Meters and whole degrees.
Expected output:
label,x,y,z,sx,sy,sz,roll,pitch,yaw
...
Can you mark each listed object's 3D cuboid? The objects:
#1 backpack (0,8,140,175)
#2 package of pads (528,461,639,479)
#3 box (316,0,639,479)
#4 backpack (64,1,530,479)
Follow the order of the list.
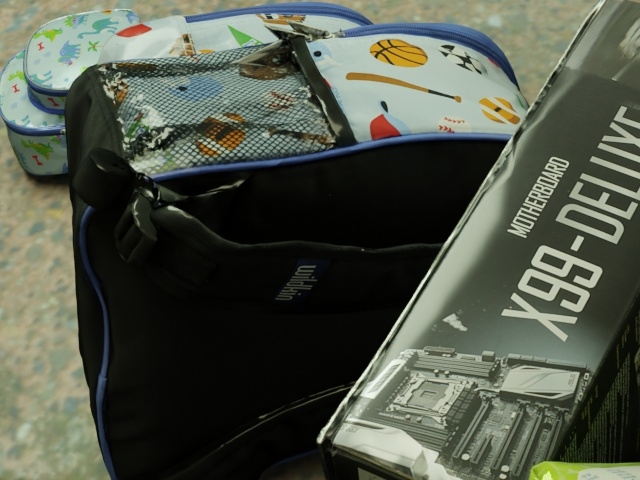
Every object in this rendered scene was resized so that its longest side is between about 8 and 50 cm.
label,x,y,z,sx,sy,sz,roll,pitch,yaw
backpack,-0.160,-0.102,1.055,0.114,0.084,0.105,-11,46,7
package of pads,0.149,0.183,0.552,0.297,0.229,0.101,7,25,-43
box,0.104,0.089,0.677,0.077,0.307,0.242,20,57,22
backpack,0.000,0.000,0.833,0.263,0.276,0.213,-5,48,-9
